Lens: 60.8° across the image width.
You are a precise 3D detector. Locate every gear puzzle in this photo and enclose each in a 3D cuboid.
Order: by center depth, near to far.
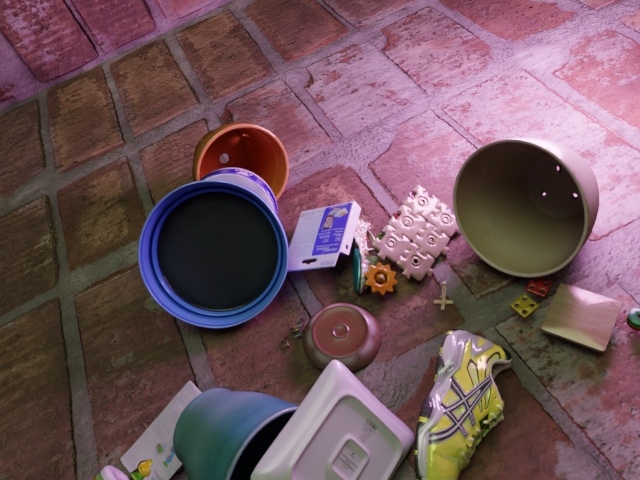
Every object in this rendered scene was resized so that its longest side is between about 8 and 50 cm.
[{"bbox_3d":[0.233,0.018,1.438,0.176,0.044,0.339,37,66,6],"label":"gear puzzle"}]

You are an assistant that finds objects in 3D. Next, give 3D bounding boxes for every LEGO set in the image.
[{"bbox_3d":[-0.066,0.238,1.405,0.083,0.023,0.054,-43,48,0],"label":"LEGO set"}]

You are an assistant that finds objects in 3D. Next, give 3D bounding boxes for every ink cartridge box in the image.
[{"bbox_3d":[0.000,0.000,1.505,0.207,0.045,0.208,-8,53,42],"label":"ink cartridge box"}]

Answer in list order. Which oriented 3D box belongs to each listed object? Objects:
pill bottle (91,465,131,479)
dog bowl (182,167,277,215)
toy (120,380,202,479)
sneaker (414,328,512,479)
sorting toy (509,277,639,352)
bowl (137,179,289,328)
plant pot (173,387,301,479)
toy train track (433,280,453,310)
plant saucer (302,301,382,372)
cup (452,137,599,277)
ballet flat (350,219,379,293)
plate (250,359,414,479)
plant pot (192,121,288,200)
[{"bbox_3d":[-0.499,0.621,1.158,0.136,0.136,0.245,29,66,34],"label":"pill bottle"},{"bbox_3d":[-0.252,-0.069,1.543,0.265,0.264,0.104,-21,16,2],"label":"dog bowl"},{"bbox_3d":[-0.342,0.469,1.284,0.137,0.056,0.237,34,74,32],"label":"toy"},{"bbox_3d":[0.290,0.356,1.106,0.147,0.145,0.384,8,57,24],"label":"sneaker"},{"bbox_3d":[0.571,0.175,1.220,0.275,0.046,0.132,19,61,30],"label":"sorting toy"},{"bbox_3d":[-0.278,0.035,1.447,0.392,0.390,0.077,-19,6,3],"label":"bowl"},{"bbox_3d":[-0.164,0.432,1.132,0.255,0.271,0.271,13,57,44],"label":"plant pot"},{"bbox_3d":[0.307,0.136,1.362,0.048,0.014,0.083,0,52,18],"label":"toy train track"},{"bbox_3d":[0.051,0.230,1.345,0.199,0.036,0.198,-5,52,6],"label":"plant saucer"},{"bbox_3d":[0.527,-0.105,1.318,0.237,0.330,0.331,-24,43,-36],"label":"cup"},{"bbox_3d":[0.118,0.034,1.468,0.077,0.091,0.240,1,53,-9],"label":"ballet flat"},{"bbox_3d":[0.046,0.423,1.062,0.278,0.277,0.045,-51,20,-23],"label":"plate"},{"bbox_3d":[-0.271,-0.234,1.703,0.291,0.290,0.203,-36,33,-11],"label":"plant pot"}]
